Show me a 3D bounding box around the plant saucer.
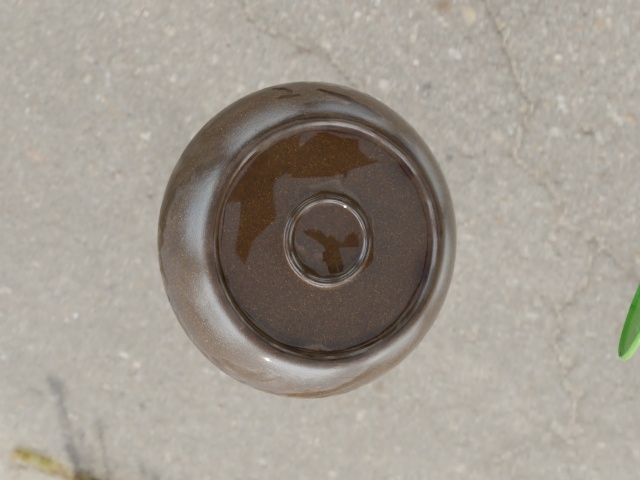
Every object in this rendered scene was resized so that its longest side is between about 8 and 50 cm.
[{"bbox_3d":[0.000,0.000,1.224,0.311,0.310,0.050,36,169,-16],"label":"plant saucer"}]

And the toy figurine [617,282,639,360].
[{"bbox_3d":[0.364,0.063,1.106,0.159,0.130,0.173,22,146,6],"label":"toy figurine"}]
